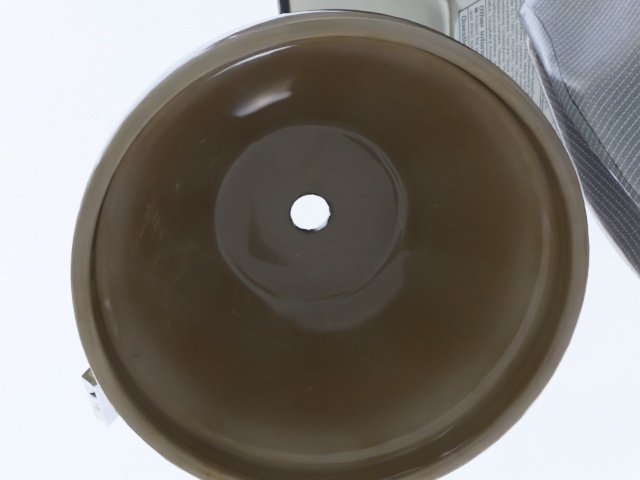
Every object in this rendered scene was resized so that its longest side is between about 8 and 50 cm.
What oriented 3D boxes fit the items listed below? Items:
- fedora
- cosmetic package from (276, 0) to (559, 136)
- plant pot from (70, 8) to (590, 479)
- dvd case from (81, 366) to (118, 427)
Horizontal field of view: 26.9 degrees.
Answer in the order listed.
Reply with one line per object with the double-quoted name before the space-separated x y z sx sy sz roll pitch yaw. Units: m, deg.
"fedora" 0.176 -0.059 0.614 0.124 0.244 0.275 -27 -104 5
"cosmetic package" 0.116 -0.150 0.863 0.129 0.296 0.153 20 -52 35
"plant pot" 0.000 0.000 0.650 0.237 0.110 0.237 -3 -71 -8
"dvd case" -0.105 0.049 1.068 0.018 0.221 0.164 38 -18 8
